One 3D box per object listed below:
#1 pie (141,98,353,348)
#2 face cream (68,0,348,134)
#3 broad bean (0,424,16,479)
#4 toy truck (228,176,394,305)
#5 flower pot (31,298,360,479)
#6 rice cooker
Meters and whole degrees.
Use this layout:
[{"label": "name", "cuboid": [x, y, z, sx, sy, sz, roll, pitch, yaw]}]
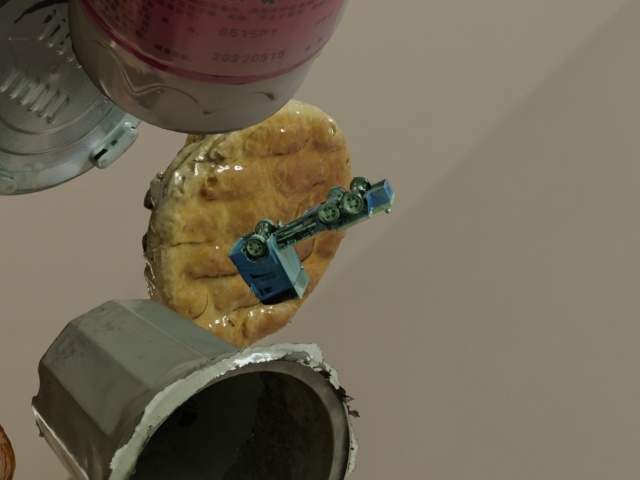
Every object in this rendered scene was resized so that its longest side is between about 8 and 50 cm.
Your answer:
[{"label": "pie", "cuboid": [-0.086, -0.020, 1.709, 0.083, 0.339, 0.340, 29, -81, 39]}, {"label": "face cream", "cuboid": [-0.063, -0.182, 0.857, 0.195, 0.175, 0.175, 117, -34, -57]}, {"label": "broad bean", "cuboid": [-0.275, 0.120, 0.936, 0.084, 0.165, 0.114, -44, -139, 11]}, {"label": "toy truck", "cuboid": [0.000, 0.000, 1.407, 0.175, 0.067, 0.081, -25, -77, 16]}, {"label": "flower pot", "cuboid": [-0.140, 0.186, 1.377, 0.259, 0.290, 0.290, 31, -79, 49]}, {"label": "rice cooker", "cuboid": [-0.249, -0.174, 1.046, 0.227, 0.280, 0.241, 39, -83, 38]}]
